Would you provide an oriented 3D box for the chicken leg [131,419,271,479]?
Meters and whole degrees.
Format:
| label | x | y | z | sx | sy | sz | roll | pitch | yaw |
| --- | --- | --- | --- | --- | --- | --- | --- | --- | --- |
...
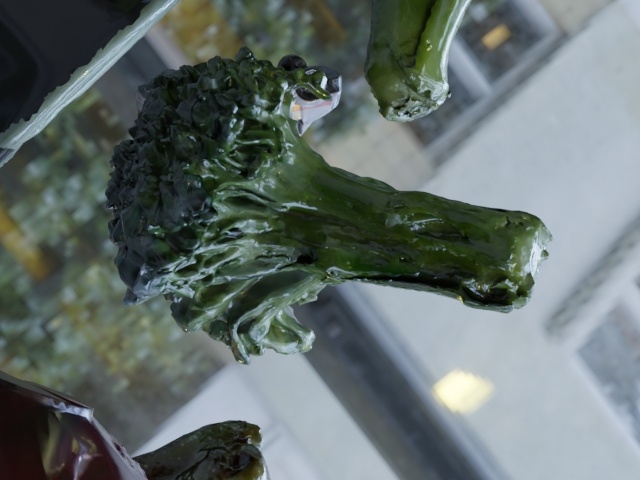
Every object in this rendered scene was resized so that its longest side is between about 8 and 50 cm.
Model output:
| label | x | y | z | sx | sy | sz | roll | pitch | yaw |
| --- | --- | --- | --- | --- | --- | --- | --- | --- | --- |
| chicken leg | -0.203 | 0.188 | 1.321 | 0.361 | 0.140 | 0.211 | -22 | -133 | 4 |

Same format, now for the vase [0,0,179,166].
| label | x | y | z | sx | sy | sz | roll | pitch | yaw |
| --- | --- | --- | --- | --- | --- | --- | --- | --- | --- |
| vase | -0.204 | -0.186 | 0.664 | 0.165 | 0.360 | 0.165 | -43 | -173 | 7 |

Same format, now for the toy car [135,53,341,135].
| label | x | y | z | sx | sy | sz | roll | pitch | yaw |
| --- | --- | --- | --- | --- | --- | --- | --- | --- | --- |
| toy car | -0.079 | -0.120 | 1.923 | 0.210 | 0.108 | 0.089 | -9 | -164 | -15 |

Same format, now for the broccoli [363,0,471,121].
| label | x | y | z | sx | sy | sz | roll | pitch | yaw |
| --- | --- | --- | --- | --- | --- | --- | --- | --- | --- |
| broccoli | 0.069 | -0.216 | 1.271 | 0.145 | 0.165 | 0.304 | -9 | -121 | 28 |

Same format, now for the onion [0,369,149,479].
| label | x | y | z | sx | sy | sz | roll | pitch | yaw |
| --- | --- | --- | --- | --- | --- | --- | --- | --- | --- |
| onion | -0.171 | 0.171 | 0.996 | 0.216 | 0.207 | 0.206 | 36 | 73 | -75 |

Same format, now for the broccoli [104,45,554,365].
| label | x | y | z | sx | sy | sz | roll | pitch | yaw |
| --- | --- | --- | --- | --- | --- | --- | --- | --- | --- |
| broccoli | -0.010 | 0.014 | 1.201 | 0.177 | 0.275 | 0.198 | -39 | 157 | -57 |
